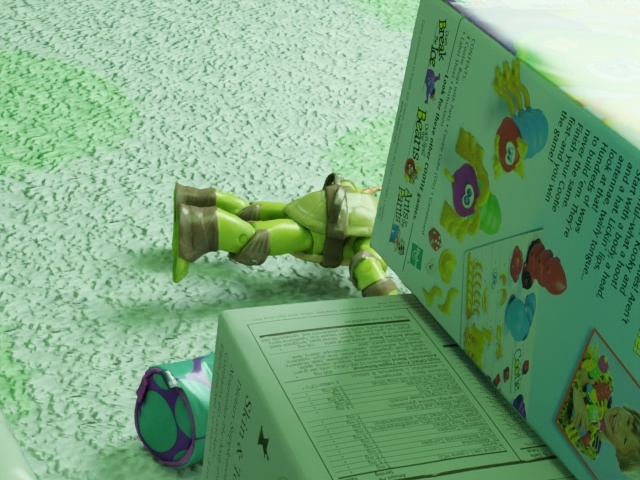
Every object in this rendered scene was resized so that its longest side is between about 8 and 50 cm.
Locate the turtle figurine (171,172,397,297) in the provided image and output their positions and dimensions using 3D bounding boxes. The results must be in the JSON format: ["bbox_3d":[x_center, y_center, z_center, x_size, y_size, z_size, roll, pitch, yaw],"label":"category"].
[{"bbox_3d":[0.000,0.000,1.062,0.217,0.087,0.269,3,29,-8],"label":"turtle figurine"}]

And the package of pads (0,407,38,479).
[{"bbox_3d":[-0.306,0.133,0.731,0.296,0.101,0.229,-11,32,-25],"label":"package of pads"}]

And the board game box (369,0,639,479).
[{"bbox_3d":[0.154,0.005,0.619,0.142,0.144,0.275,-4,32,-26],"label":"board game box"}]

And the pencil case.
[{"bbox_3d":[-0.043,0.090,0.915,0.151,0.064,0.070,-16,62,-37],"label":"pencil case"}]

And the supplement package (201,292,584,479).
[{"bbox_3d":[0.073,0.174,0.650,0.198,0.199,0.263,-4,31,-21],"label":"supplement package"}]
